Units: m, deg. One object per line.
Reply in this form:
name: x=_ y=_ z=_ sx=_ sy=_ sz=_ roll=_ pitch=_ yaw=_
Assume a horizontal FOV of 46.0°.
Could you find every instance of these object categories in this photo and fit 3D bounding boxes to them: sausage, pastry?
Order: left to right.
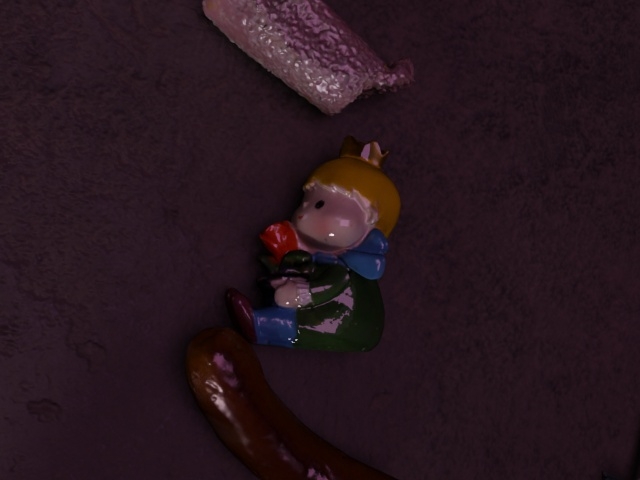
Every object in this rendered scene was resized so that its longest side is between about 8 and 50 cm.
sausage: x=-0.035 y=0.210 z=0.791 sx=0.103 sy=0.076 sz=0.302 roll=-42 pitch=106 yaw=15
pastry: x=-0.016 y=-0.221 z=0.841 sx=0.265 sy=0.103 sz=0.112 roll=30 pitch=82 yaw=-14

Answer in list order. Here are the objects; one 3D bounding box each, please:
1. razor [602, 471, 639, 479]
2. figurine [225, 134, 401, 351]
razor: x=0.458 y=0.231 z=1.005 sx=0.106 sy=0.068 sz=0.232 roll=25 pitch=71 yaw=-18
figurine: x=-0.006 y=-0.001 z=0.819 sx=0.185 sy=0.127 sz=0.234 roll=5 pitch=92 yaw=-5
